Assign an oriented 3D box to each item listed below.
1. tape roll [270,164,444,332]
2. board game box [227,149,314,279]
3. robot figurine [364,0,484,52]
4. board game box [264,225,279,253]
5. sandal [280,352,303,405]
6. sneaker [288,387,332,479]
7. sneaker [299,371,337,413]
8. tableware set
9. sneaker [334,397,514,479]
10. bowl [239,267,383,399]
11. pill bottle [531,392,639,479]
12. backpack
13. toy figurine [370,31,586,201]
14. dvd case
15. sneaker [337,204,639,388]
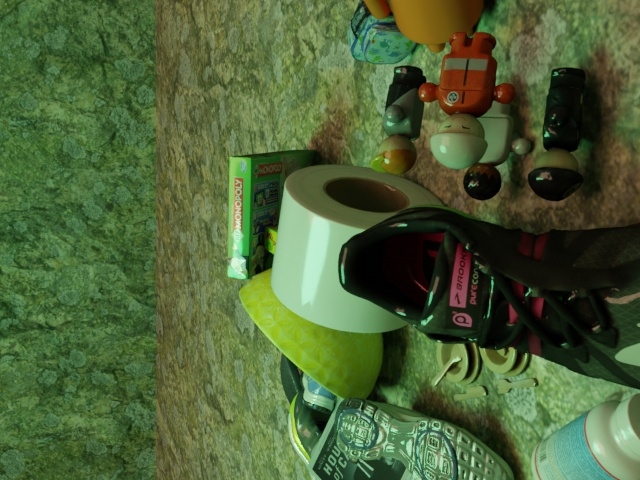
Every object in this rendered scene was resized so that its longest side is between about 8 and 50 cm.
[{"bbox_3d":[0.054,0.005,1.076,0.246,0.246,0.169,-130,43,-52],"label":"tape roll"},{"bbox_3d":[-0.087,-0.063,1.354,0.046,0.317,0.214,5,101,19],"label":"board game box"},{"bbox_3d":[0.143,-0.345,0.918,0.158,0.219,0.128,11,68,25],"label":"robot figurine"},{"bbox_3d":[0.000,0.000,1.260,0.092,0.181,0.043,-154,64,-61],"label":"board game box"},{"bbox_3d":[-0.026,0.356,1.522,0.255,0.054,0.097,66,156,19],"label":"sandal"},{"bbox_3d":[0.030,0.416,1.362,0.121,0.111,0.300,-49,53,41],"label":"sneaker"},{"bbox_3d":[0.008,0.267,1.375,0.211,0.080,0.081,-130,60,-81],"label":"sneaker"},{"bbox_3d":[0.216,0.155,0.988,0.194,0.039,0.128,144,120,-61],"label":"tableware set"},{"bbox_3d":[0.161,0.300,1.047,0.297,0.129,0.111,16,94,43],"label":"sneaker"},{"bbox_3d":[0.017,0.128,1.224,0.156,0.289,0.289,-48,36,3],"label":"bowl"},{"bbox_3d":[0.305,0.226,0.754,0.160,0.087,0.087,120,139,-49],"label":"pill bottle"},{"bbox_3d":[0.097,-0.327,1.110,0.114,0.104,0.084,131,132,-62],"label":"backpack"},{"bbox_3d":[0.184,-0.126,0.823,0.209,0.212,0.148,-6,74,64],"label":"toy figurine"},{"bbox_3d":[0.080,0.385,1.211,0.238,0.029,0.179,31,99,51],"label":"dvd case"},{"bbox_3d":[0.212,0.063,0.733,0.482,0.202,0.186,6,102,46],"label":"sneaker"}]
